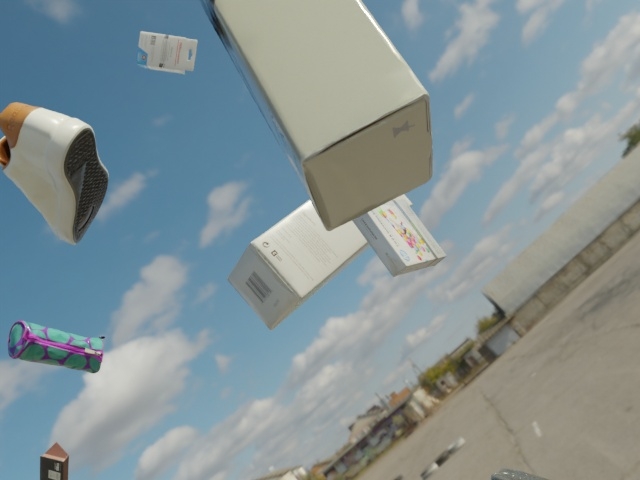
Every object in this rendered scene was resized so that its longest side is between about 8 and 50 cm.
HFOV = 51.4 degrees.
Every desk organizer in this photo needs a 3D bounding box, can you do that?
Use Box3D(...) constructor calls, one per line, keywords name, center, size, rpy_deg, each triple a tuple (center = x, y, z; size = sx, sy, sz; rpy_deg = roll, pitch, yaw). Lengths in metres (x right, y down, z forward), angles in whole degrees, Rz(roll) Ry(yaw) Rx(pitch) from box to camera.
Box3D(name="desk organizer", center=(-0.482, 0.443, 1.224), size=(0.050, 0.047, 0.130), rpy_deg=(-54, -27, -71))

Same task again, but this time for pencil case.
Box3D(name="pencil case", center=(-0.434, 0.177, 1.101), size=(0.070, 0.064, 0.152), rpy_deg=(-15, -27, 40))

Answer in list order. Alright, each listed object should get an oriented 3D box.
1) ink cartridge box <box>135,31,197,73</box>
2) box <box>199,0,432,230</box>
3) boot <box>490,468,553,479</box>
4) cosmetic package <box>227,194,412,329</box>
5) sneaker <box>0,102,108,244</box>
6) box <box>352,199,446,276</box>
Box3D(name="ink cartridge box", center=(-0.221, -0.271, 0.966), size=(0.028, 0.083, 0.048), rpy_deg=(-156, 74, -89))
Box3D(name="box", center=(-0.021, -0.153, 0.509), size=(0.094, 0.275, 0.113), rpy_deg=(-27, -27, -2))
Box3D(name="boot", center=(0.405, 0.731, 1.420), size=(0.367, 0.146, 0.445), rpy_deg=(25, -106, -52))
Box3D(name="cosmetic package", center=(0.000, 0.000, 1.404), size=(0.365, 0.155, 0.197), rpy_deg=(-38, -7, -32))
Box3D(name="sneaker", center=(-0.372, -0.095, 0.922), size=(0.290, 0.123, 0.106), rpy_deg=(117, 177, -60))
Box3D(name="box", center=(0.146, -0.009, 1.236), size=(0.038, 0.145, 0.186), rpy_deg=(-44, -19, 29))
